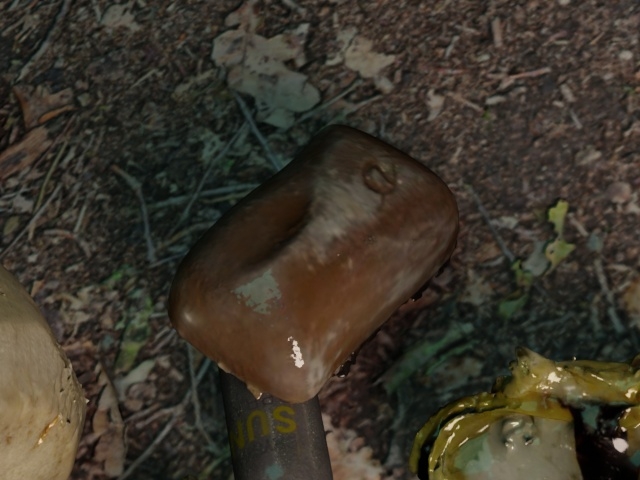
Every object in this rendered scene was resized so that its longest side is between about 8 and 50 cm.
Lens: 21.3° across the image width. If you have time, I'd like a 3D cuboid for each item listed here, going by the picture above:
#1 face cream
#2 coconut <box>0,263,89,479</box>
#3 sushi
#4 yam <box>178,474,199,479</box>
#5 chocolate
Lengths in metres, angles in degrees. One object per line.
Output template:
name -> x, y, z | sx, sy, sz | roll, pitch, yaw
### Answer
face cream -> -0.039, 0.117, 1.302 | 0.073, 0.073, 0.283 | -20, 50, 10
coconut -> -0.317, 0.114, 1.322 | 0.245, 0.245, 0.247 | -41, 56, -8
sushi -> 0.199, 0.144, 1.137 | 0.291, 0.139, 0.131 | -1, 64, 22
yam -> -0.079, 0.237, 1.236 | 0.070, 0.070, 0.146 | -41, 52, -8
chocolate -> 0.001, -0.001, 1.307 | 0.161, 0.083, 0.261 | 30, 52, 18
